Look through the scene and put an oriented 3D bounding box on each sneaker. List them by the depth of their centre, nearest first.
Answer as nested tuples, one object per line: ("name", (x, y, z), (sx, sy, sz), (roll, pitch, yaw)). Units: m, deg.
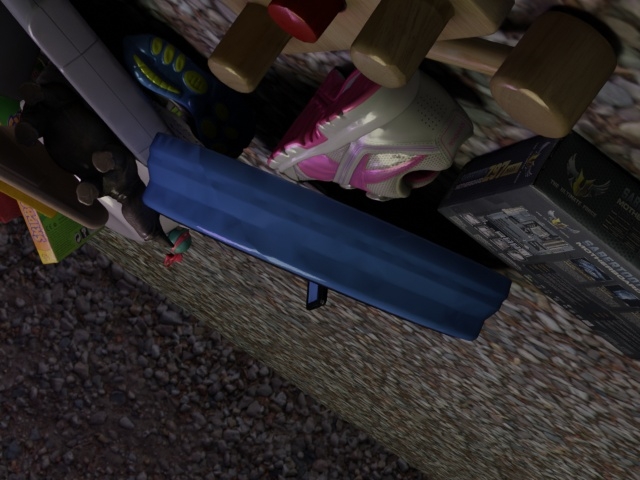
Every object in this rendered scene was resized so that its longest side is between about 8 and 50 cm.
("sneaker", (0.039, -0.078, 0.963), (0.111, 0.103, 0.252), (37, 168, -12))
("sneaker", (-0.136, -0.156, 1.226), (0.188, 0.067, 0.078), (42, -177, -36))

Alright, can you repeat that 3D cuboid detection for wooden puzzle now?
("wooden puzzle", (-0.370, -0.100, 1.291), (0.221, 0.044, 0.239), (41, -173, 33))

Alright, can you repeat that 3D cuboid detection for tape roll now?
("tape roll", (-0.468, -0.256, 1.360), (0.286, 0.100, 0.286), (20, -177, -1))

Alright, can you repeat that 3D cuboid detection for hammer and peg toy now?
("hammer and peg toy", (-0.014, -0.166, 0.693), (0.361, 0.127, 0.266), (39, 166, -28))

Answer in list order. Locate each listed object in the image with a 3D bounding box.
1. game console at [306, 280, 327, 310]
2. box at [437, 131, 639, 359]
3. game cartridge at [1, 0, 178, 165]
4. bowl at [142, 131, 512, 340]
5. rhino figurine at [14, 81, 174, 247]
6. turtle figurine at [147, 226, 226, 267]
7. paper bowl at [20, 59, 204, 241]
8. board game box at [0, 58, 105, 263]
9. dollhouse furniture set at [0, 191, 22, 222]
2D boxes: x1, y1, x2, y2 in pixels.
("game console", (-0.031, 0.043, 1.698), (0.071, 0.107, 0.122), (6, 172, -10))
("box", (0.228, 0.012, 0.944), (0.233, 0.059, 0.183), (36, 168, -10))
("game cartridge", (-0.253, -0.198, 1.218), (0.198, 0.062, 0.297), (53, 179, 29))
("bowl", (0.000, 0.000, 1.193), (0.391, 0.077, 0.391), (23, 180, 0))
("rhino figurine", (-0.244, -0.082, 1.309), (0.243, 0.073, 0.106), (47, -170, -11))
("turtle figurine", (-0.247, -0.056, 1.759), (0.234, 0.118, 0.175), (40, 159, 13))
("paper bowl", (-0.260, -0.106, 1.510), (0.284, 0.148, 0.284), (32, 168, 8))
("board game box", (-0.381, -0.110, 1.605), (0.039, 0.124, 0.259), (-5, 112, 28))
("dollhouse furniture set", (-0.501, -0.229, 1.696), (0.201, 0.152, 0.374), (35, 151, 42))
